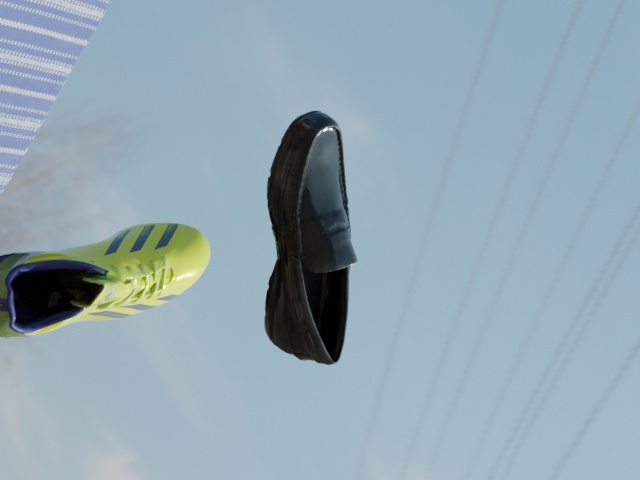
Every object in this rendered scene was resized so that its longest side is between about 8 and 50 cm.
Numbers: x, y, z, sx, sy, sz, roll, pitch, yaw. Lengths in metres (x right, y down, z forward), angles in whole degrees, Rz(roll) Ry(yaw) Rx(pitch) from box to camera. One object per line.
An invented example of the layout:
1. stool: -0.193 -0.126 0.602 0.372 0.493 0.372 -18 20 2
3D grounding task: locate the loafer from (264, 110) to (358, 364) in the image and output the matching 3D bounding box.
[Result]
1. loafer: 0.000 0.000 1.479 0.078 0.076 0.223 24 -58 38

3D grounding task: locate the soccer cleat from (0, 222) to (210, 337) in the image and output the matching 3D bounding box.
1. soccer cleat: -0.218 0.043 1.749 0.121 0.289 0.093 6 -76 51

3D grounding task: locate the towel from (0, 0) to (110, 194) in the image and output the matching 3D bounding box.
1. towel: -0.364 -0.150 1.856 0.040 0.336 0.243 36 13 19
